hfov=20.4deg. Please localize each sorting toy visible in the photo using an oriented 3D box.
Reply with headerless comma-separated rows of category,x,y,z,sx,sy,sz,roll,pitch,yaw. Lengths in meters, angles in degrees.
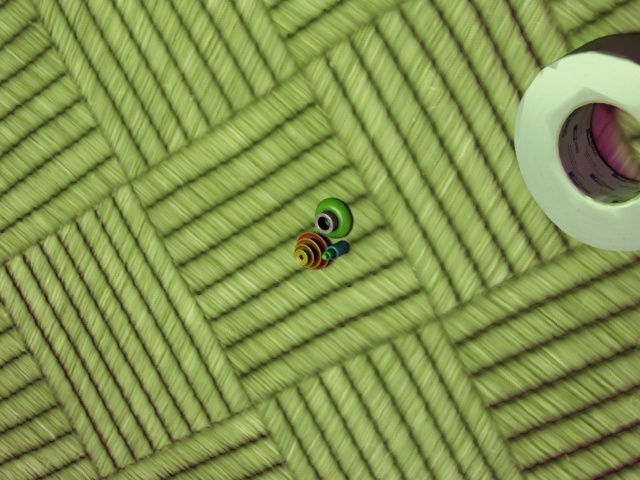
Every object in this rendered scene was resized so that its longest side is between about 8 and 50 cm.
sorting toy,0.000,0.000,2.141,0.061,0.042,0.102,39,126,17

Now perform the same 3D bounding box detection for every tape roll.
tape roll,0.312,-0.101,1.850,0.219,0.072,0.219,19,123,32
